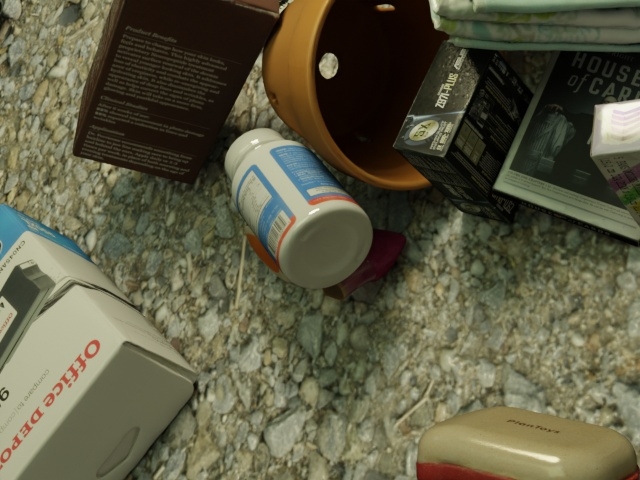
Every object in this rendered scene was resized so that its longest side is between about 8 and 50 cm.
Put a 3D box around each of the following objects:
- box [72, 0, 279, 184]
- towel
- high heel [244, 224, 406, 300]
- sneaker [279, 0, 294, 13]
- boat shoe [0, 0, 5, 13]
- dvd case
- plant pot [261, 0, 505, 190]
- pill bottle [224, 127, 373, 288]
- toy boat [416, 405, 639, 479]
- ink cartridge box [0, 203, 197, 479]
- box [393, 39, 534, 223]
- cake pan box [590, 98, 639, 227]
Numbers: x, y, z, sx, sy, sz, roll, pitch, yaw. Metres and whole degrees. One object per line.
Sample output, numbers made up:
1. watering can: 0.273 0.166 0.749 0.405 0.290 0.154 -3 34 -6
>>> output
1. box: -0.204 -0.252 1.623 0.381 0.191 0.143 127 152 -51
2. towel: 0.268 -0.351 1.387 0.090 0.375 0.320 109 153 -47
3. high heel: 0.000 0.000 1.562 0.117 0.082 0.244 -37 30 -23
4. sneaker: -0.059 -0.343 1.794 0.040 0.044 0.109 18 75 42
5. boat shoe: -0.705 -0.368 2.236 0.335 0.121 0.119 -31 59 32
6. dvd case: 0.327 -0.131 1.374 0.179 0.029 0.238 21 79 19
7. plant pot: 0.058 -0.220 1.506 0.203 0.291 0.290 18 77 56
8. pill bottle: -0.036 -0.049 1.478 0.124 0.124 0.221 -45 44 7
9. toy boat: 0.209 0.263 1.234 0.231 0.151 0.151 8 100 38
10. ink cartridge box: -0.399 0.173 1.675 0.285 0.166 0.395 -52 49 1
11. box: 0.186 -0.127 1.410 0.078 0.180 0.147 16 77 40
12. cake pan box: 0.419 -0.062 1.154 0.246 0.267 0.070 -6 61 30
